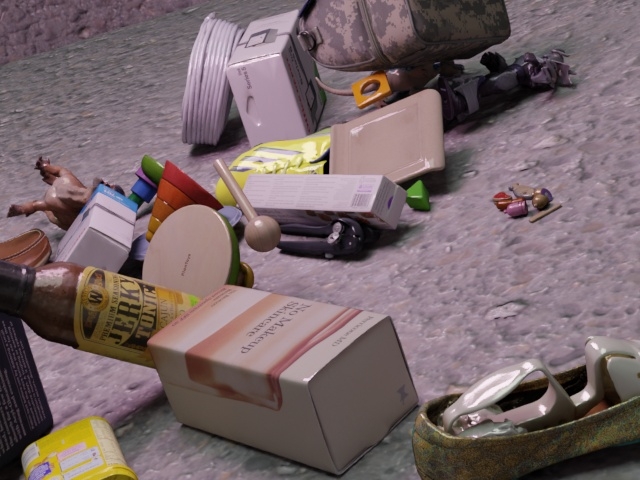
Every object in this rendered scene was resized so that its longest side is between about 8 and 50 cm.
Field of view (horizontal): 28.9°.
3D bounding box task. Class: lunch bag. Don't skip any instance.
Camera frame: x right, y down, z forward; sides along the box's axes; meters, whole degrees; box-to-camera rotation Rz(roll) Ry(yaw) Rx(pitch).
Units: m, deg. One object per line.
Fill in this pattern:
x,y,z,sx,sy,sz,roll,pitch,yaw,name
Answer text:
0.140,-0.399,2.185,0.305,0.212,0.256,-15,-5,-46,lunch bag

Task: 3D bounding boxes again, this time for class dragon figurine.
0.144,-0.318,2.397,0.289,0.085,0.144,-10,23,11,dragon figurine

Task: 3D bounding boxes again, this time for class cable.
-0.216,-0.314,2.482,0.089,0.257,0.257,12,19,-2,cable

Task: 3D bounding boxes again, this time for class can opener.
0.000,0.000,1.884,0.186,0.073,0.059,-3,67,39,can opener

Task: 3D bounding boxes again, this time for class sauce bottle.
-0.289,0.092,1.588,0.344,0.111,0.111,16,11,-25,sauce bottle

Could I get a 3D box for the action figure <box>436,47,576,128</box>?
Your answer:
0.322,-0.285,2.182,0.285,0.099,0.185,-24,11,-21,action figure

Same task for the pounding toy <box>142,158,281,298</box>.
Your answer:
-0.148,0.027,1.838,0.237,0.110,0.183,-50,52,17,pounding toy

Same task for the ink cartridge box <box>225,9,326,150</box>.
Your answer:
-0.081,-0.304,2.403,0.115,0.198,0.273,-12,25,13,ink cartridge box

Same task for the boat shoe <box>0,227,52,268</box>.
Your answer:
-0.615,0.059,2.128,0.324,0.120,0.122,-34,28,-29,boat shoe

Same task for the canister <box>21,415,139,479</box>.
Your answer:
-0.282,0.282,1.454,0.126,0.073,0.170,-24,23,-11,canister

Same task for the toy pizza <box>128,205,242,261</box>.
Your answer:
-0.223,-0.005,2.064,0.201,0.032,0.201,-17,17,6,toy pizza

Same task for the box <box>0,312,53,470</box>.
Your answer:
-0.562,0.227,1.516,0.294,0.212,0.395,-12,11,17,box

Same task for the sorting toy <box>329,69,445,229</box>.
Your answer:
0.111,-0.146,2.017,0.196,0.047,0.347,-17,46,21,sorting toy

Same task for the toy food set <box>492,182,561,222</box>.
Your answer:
0.292,-0.060,1.814,0.078,0.019,0.122,-28,25,-18,toy food set

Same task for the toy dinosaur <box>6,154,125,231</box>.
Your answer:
-0.430,-0.055,2.226,0.200,0.127,0.296,23,-3,-2,toy dinosaur

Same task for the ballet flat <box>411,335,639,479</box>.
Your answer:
0.256,0.159,1.254,0.349,0.123,0.123,-19,24,0,ballet flat

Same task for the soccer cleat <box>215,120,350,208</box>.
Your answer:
-0.042,-0.122,2.116,0.289,0.093,0.121,-21,31,-3,soccer cleat

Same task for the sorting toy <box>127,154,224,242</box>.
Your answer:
-0.281,-0.061,2.129,0.126,0.127,0.365,-52,20,-7,sorting toy

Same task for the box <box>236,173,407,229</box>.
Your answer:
-0.003,-0.063,1.943,0.324,0.063,0.067,3,66,48,box

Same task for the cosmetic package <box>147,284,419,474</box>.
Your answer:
-0.050,0.156,1.477,0.296,0.129,0.153,7,34,45,cosmetic package

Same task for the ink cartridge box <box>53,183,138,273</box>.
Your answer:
-0.369,0.011,2.021,0.139,0.082,0.190,-53,16,16,ink cartridge box
